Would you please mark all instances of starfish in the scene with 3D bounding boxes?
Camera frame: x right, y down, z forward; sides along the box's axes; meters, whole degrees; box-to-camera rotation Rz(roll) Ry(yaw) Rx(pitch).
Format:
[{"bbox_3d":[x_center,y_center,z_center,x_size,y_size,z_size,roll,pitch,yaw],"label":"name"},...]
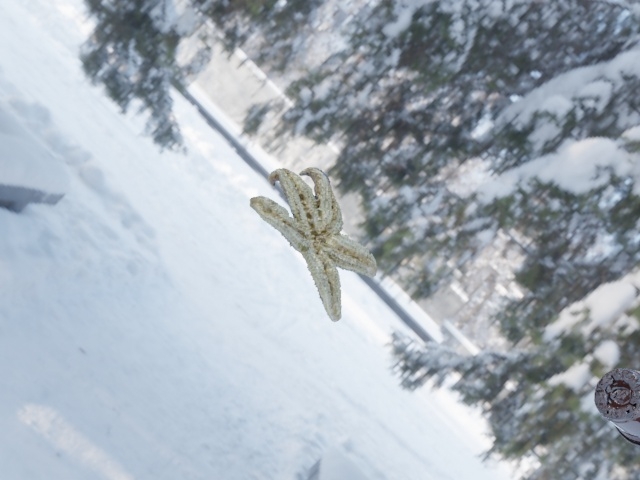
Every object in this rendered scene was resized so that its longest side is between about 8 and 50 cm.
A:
[{"bbox_3d":[0.001,0.000,1.248,0.216,0.071,0.238,5,70,-33],"label":"starfish"}]

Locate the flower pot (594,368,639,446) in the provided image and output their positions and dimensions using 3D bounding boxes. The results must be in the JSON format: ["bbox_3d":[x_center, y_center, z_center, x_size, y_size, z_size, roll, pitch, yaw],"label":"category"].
[{"bbox_3d":[0.422,0.215,1.161,0.089,0.111,0.111,28,11,-37],"label":"flower pot"}]
